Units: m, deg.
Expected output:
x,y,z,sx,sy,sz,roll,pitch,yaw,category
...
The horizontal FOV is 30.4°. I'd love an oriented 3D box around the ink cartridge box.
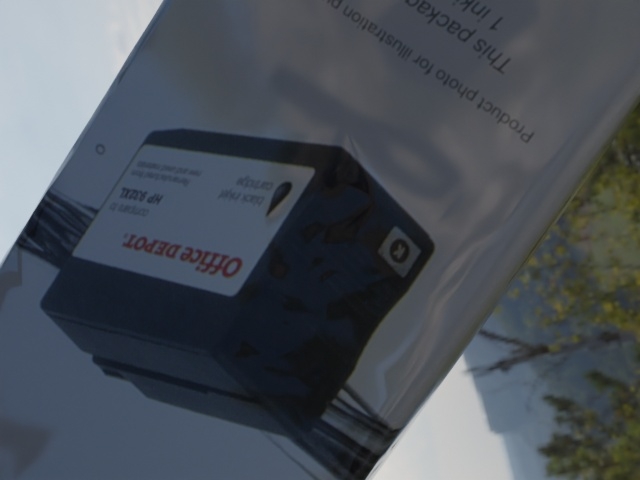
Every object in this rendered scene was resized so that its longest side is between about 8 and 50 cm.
x,y,z,sx,sy,sz,roll,pitch,yaw,category
0.000,0.000,0.424,0.129,0.307,0.223,35,-170,6,ink cartridge box
